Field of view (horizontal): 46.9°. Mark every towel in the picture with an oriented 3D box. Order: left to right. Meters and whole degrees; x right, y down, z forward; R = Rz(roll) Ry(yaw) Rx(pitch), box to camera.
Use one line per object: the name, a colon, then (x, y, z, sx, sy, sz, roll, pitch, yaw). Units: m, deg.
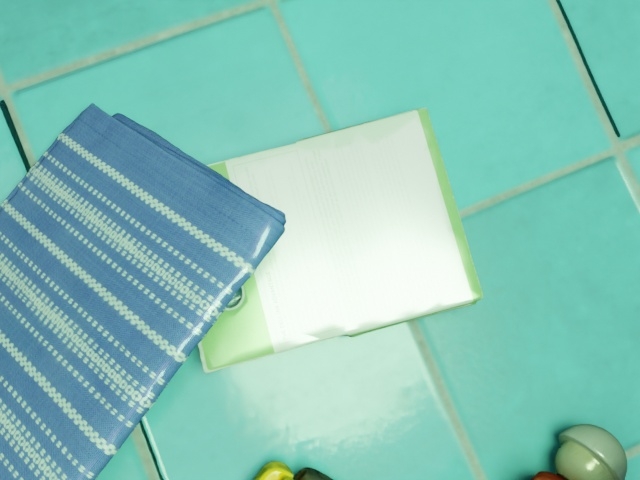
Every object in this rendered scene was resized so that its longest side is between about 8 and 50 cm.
towel: (-0.199, 0.065, 0.547, 0.243, 0.040, 0.336, 31, 80, 33)

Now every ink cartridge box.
ink cartridge box: (0.000, 0.000, 0.623, 0.235, 0.056, 0.171, -15, 83, -2)

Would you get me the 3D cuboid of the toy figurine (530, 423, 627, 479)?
toy figurine: (0.252, 0.246, 0.536, 0.148, 0.209, 0.213, -43, 89, -15)

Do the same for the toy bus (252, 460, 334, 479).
toy bus: (0.020, 0.274, 0.509, 0.220, 0.211, 0.149, 33, 82, 1)
